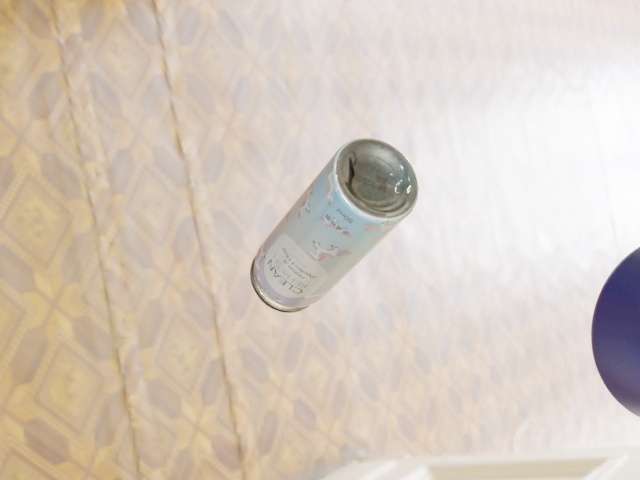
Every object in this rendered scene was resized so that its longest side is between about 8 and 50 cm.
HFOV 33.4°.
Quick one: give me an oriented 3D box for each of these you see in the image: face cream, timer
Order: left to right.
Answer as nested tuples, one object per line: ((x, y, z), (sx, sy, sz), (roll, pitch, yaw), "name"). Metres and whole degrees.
((0.000, 0.000, 0.895), (0.075, 0.229, 0.075), (10, 61, -19), "face cream")
((0.545, 0.139, 1.328), (0.271, 0.383, 0.270), (-1, 95, -15), "timer")
